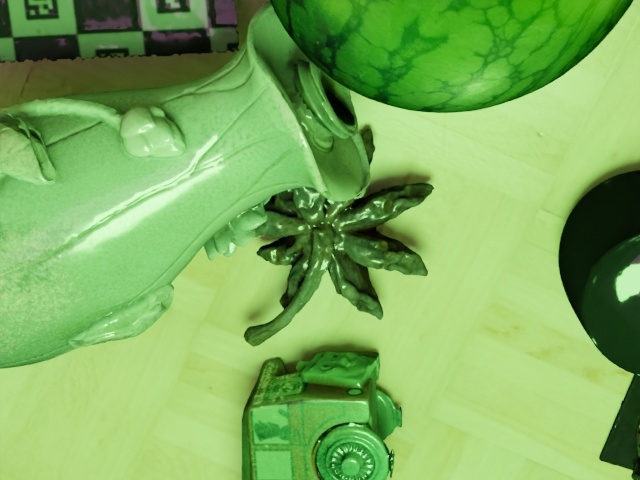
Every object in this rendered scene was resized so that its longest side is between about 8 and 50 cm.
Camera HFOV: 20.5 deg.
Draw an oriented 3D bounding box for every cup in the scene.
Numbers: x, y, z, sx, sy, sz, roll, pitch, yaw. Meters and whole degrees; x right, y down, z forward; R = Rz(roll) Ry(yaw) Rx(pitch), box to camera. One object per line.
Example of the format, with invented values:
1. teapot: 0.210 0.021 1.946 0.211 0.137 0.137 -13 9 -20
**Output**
1. cup: 0.333 0.033 1.626 0.223 0.176 0.169 6 109 3

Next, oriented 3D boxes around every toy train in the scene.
1. toy train: 0.005 0.268 1.768 0.159 0.129 0.326 0 112 10

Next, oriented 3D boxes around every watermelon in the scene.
1. watermelon: 0.112 -0.275 1.435 0.363 0.363 0.363 1 112 4

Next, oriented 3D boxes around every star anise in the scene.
1. star anise: 0.000 0.001 1.683 0.209 0.089 0.231 9 100 9

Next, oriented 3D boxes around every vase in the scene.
1. vase: -0.178 -0.045 1.583 0.445 0.250 0.250 -23 108 19

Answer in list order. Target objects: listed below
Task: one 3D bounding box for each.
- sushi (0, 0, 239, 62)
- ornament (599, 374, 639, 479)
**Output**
1. sushi: -0.266 -0.316 1.550 0.359 0.064 0.343 -2 110 8
2. ornament: 0.366 0.218 1.686 0.153 0.196 0.166 17 113 -2
